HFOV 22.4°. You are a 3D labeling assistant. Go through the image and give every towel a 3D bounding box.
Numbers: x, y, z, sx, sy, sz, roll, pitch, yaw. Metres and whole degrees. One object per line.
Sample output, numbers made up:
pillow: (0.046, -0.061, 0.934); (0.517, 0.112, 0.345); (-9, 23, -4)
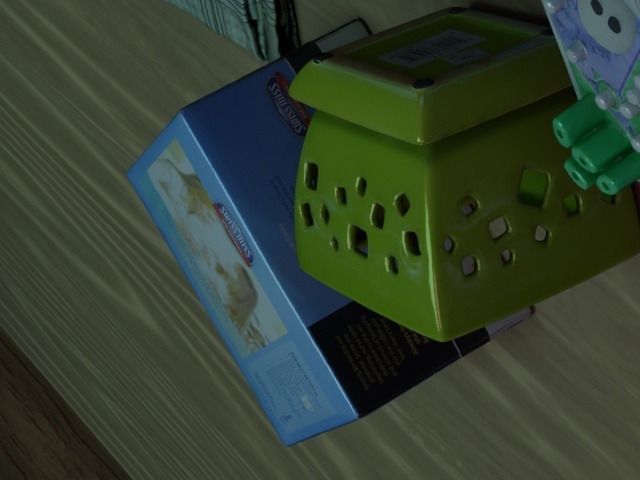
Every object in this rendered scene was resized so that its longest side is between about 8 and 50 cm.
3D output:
towel: (-0.147, -0.357, 1.754); (0.324, 0.056, 0.312); (34, 145, 43)

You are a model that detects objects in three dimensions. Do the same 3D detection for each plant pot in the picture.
plant pot: (0.112, -0.072, 1.369); (0.227, 0.228, 0.207); (26, 133, 52)

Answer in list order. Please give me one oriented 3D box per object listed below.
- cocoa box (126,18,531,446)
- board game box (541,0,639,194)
cocoa box: (0.000, 0.000, 1.646); (0.347, 0.228, 0.231); (60, 156, 2)
board game box: (0.222, -0.147, 1.013); (0.390, 0.050, 0.390); (34, 154, 58)
